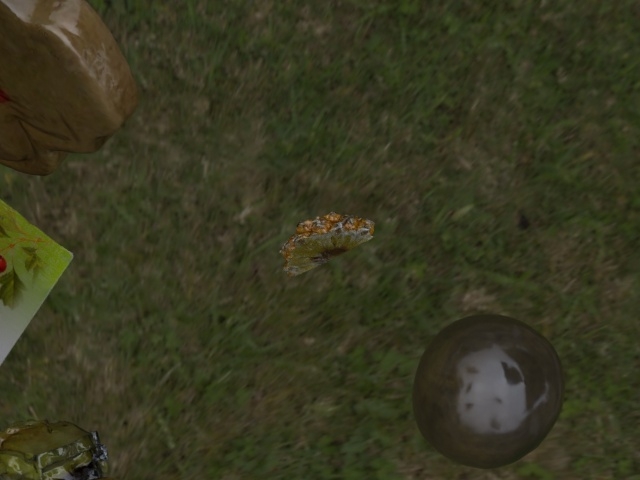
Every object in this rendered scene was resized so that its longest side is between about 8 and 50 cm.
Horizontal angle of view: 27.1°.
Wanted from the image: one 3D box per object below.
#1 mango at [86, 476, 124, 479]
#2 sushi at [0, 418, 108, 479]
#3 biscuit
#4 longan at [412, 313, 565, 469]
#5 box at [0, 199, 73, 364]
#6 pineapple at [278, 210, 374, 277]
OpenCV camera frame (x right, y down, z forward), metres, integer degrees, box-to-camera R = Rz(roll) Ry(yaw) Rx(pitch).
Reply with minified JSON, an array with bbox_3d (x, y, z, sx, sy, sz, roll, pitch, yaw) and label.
[{"bbox_3d":[-0.213,0.317,1.416,0.147,0.227,0.109,34,81,-12],"label":"mango"},{"bbox_3d":[-0.389,0.298,1.698,0.139,0.291,0.131,-20,99,-38],"label":"sushi"},{"bbox_3d":[-0.245,-0.129,0.829,0.319,0.183,0.047,30,57,19],"label":"biscuit"},{"bbox_3d":[0.182,0.167,1.448,0.167,0.187,0.167,3,64,-6],"label":"longan"},{"bbox_3d":[-0.353,0.059,1.157,0.175,0.062,0.260,39,49,-14],"label":"box"},{"bbox_3d":[0.000,0.000,1.022,0.083,0.045,0.019,-25,47,16],"label":"pineapple"}]
